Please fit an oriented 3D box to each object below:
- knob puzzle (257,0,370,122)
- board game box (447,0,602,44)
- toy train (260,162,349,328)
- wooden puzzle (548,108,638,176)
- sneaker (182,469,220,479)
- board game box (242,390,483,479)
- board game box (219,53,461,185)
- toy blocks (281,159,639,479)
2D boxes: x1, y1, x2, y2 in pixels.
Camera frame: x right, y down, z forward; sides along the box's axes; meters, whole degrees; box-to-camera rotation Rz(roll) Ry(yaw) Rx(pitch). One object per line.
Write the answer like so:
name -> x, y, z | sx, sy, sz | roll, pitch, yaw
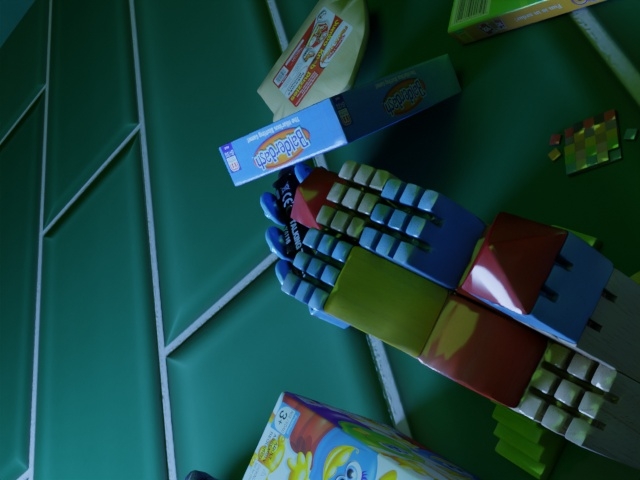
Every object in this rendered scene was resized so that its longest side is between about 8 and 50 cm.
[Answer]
knob puzzle -> 0.005, -0.221, 1.018 | 0.213, 0.030, 0.213 | -32, 44, 36
board game box -> 0.244, -0.282, 0.781 | 0.259, 0.039, 0.124 | -7, 64, 50
toy train -> 0.000, 0.000, 0.834 | 0.080, 0.105, 0.184 | -38, 44, 23
wooden puzzle -> 0.235, -0.084, 0.695 | 0.083, 0.006, 0.049 | -21, 54, 41
sneaker -> -0.107, 0.323, 0.766 | 0.125, 0.104, 0.262 | -54, 39, 7
board game box -> 0.068, 0.236, 0.583 | 0.275, 0.142, 0.144 | 18, 82, 52
board game box -> 0.024, -0.125, 0.820 | 0.160, 0.210, 0.047 | -15, 101, 44
toy blocks -> 0.098, 0.040, 0.570 | 0.381, 0.261, 0.191 | 25, 88, 53
